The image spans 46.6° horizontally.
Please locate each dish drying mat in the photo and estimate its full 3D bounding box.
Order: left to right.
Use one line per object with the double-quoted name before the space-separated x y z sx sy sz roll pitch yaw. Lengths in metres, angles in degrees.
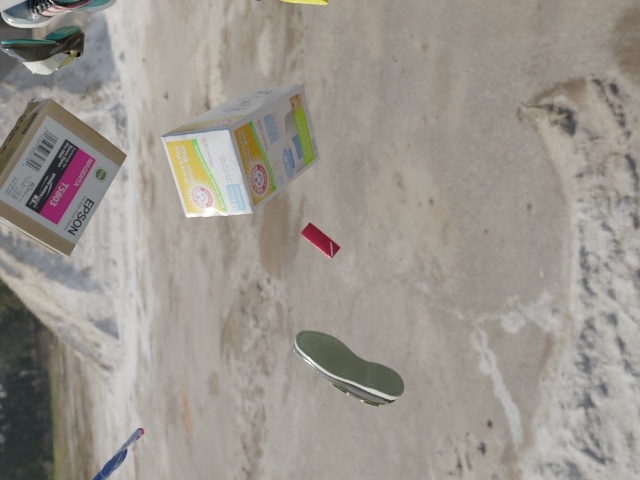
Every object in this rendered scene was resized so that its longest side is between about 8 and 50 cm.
"dish drying mat" 0.000 0.000 1.515 0.032 0.083 0.008 -51 -8 4

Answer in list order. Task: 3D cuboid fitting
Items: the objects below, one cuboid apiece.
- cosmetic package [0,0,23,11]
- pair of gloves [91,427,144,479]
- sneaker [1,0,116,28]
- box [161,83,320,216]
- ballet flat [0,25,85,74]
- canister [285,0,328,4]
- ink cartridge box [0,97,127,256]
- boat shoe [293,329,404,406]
"cosmetic package" -0.482 -0.429 0.939 0.098 0.377 0.284 -19 111 41
"pair of gloves" -0.390 0.424 1.351 0.023 0.159 0.198 40 136 1
"sneaker" -0.664 -0.611 1.817 0.178 0.296 0.123 69 -174 -83
"box" -0.097 -0.120 0.971 0.103 0.203 0.114 -2 113 28
"ballet flat" -0.670 -0.465 1.836 0.280 0.095 0.096 -47 -40 -59
"canister" -0.034 -0.616 1.637 0.126 0.073 0.169 12 100 23
"ink cartridge box" -0.504 -0.116 1.385 0.088 0.193 0.234 9 68 46
"boat shoe" 0.043 0.245 1.389 0.068 0.228 0.081 -53 11 45
